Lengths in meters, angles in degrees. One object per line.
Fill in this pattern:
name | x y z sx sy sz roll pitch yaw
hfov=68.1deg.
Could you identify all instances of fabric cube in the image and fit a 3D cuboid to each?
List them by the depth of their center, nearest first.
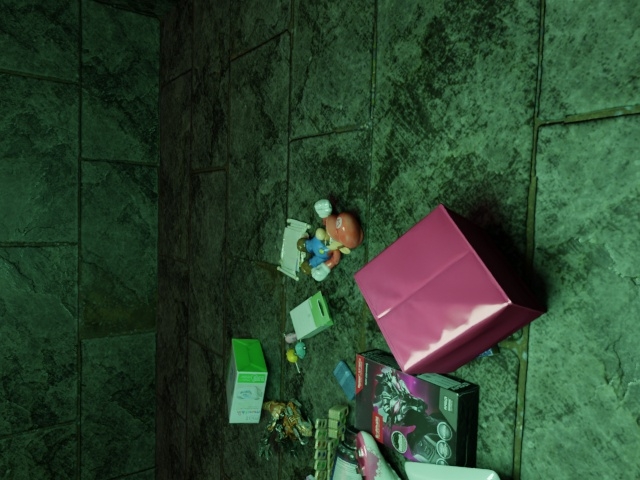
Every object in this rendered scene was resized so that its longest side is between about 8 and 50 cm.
fabric cube | 0.279 0.116 1.043 0.258 0.254 0.259 -43 55 24

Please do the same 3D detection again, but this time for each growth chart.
growth chart | -0.101 0.033 1.793 0.172 0.021 0.238 31 114 48

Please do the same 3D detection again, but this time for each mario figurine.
mario figurine | 0.000 0.000 1.528 0.198 0.170 0.320 47 144 -2

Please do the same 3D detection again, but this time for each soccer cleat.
soccer cleat | 0.185 0.689 1.325 0.116 0.143 0.332 149 109 -80

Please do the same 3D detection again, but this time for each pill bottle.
pill bottle | 0.099 0.687 1.436 0.122 0.122 0.219 6 82 53

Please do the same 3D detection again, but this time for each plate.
plate | 0.345 0.653 1.100 0.278 0.045 0.277 -26 95 50

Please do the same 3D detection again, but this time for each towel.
towel | 0.088 0.454 1.540 0.119 0.029 0.067 55 131 38

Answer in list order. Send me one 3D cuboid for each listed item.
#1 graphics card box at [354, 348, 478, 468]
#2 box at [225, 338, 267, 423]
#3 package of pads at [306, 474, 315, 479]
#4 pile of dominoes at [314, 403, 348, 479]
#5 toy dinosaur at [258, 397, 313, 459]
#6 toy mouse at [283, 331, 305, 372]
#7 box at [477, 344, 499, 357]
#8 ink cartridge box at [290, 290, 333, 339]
graphics card box | 0.243 0.455 1.280 0.370 0.094 0.233 8 97 51
box | -0.304 0.565 1.926 0.262 0.126 0.231 -129 48 -67
package of pads | -0.030 0.893 1.699 0.050 0.031 0.083 15 102 52
pile of dominoes | 0.049 0.647 1.474 0.040 0.196 0.251 2 93 32
toy dinosaur | -0.132 0.690 1.779 0.322 0.164 0.219 -176 101 -77
toy mouse | -0.098 0.394 1.784 0.161 0.031 0.143 56 132 37
box | 0.332 0.241 1.204 0.225 0.036 0.137 -31 65 47
ink cartridge box | -0.019 0.260 1.651 0.209 0.062 0.109 -41 59 45
